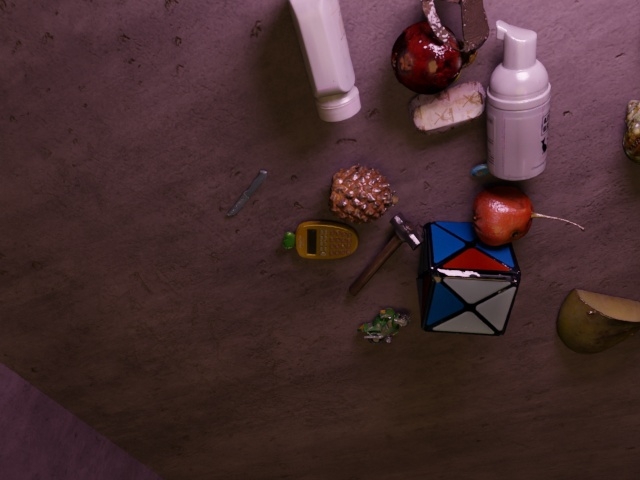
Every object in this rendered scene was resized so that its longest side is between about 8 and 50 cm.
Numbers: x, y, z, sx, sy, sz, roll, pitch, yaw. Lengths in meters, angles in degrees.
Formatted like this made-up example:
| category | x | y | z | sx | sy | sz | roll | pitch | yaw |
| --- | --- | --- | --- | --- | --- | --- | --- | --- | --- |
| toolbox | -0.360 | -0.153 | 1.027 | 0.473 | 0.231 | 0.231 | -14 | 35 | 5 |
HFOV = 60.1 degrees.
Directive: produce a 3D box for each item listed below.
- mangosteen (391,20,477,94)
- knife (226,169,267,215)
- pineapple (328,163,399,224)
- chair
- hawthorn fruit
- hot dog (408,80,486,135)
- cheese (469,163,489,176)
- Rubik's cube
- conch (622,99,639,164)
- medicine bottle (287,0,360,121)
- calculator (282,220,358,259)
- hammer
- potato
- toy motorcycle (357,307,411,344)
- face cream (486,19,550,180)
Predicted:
| category | x | y | z | sx | sy | sz | roll | pitch | yaw |
| --- | --- | --- | --- | --- | --- | --- | --- | --- | --- |
| mangosteen | 0.253 | -0.409 | 1.250 | 0.180 | 0.166 | 0.166 | -5 | 139 | -32 |
| knife | -0.214 | -0.135 | 1.623 | 0.028 | 0.015 | 0.210 | 26 | 130 | -24 |
| pineapple | 0.119 | -0.123 | 1.504 | 0.192 | 0.166 | 0.166 | 8 | 131 | -1 |
| chair | 0.283 | -0.508 | 1.143 | 0.149 | 0.174 | 0.213 | 24 | 148 | 32 |
| hawthorn fruit | 0.554 | -0.069 | 1.491 | 0.285 | 0.165 | 0.165 | -2 | 131 | 18 |
| hot dog | 0.315 | -0.325 | 1.372 | 0.191 | 0.059 | 0.108 | -11 | 115 | 20 |
| cheese | 0.454 | -0.197 | 1.486 | 0.111 | 0.017 | 0.047 | -20 | 145 | 28 |
| Rubik's cube | 0.417 | 0.110 | 1.611 | 0.246 | 0.248 | 0.250 | 4 | 130 | 4 |
| conch | 0.819 | -0.262 | 1.333 | 0.187 | 0.124 | 0.182 | -33 | 114 | 2 |
| medicine bottle | 0.012 | -0.424 | 1.252 | 0.111 | 0.161 | 0.296 | -8 | 131 | 14 |
| calculator | 0.000 | 0.000 | 1.705 | 0.234 | 0.032 | 0.146 | 3 | 131 | 2 |
| hammer | 0.184 | 0.066 | 1.718 | 0.111 | 0.043 | 0.365 | 51 | 136 | 15 |
| potato | 0.904 | 0.300 | 1.816 | 0.269 | 0.112 | 0.255 | 14 | 132 | -3 |
| toy motorcycle | 0.220 | 0.294 | 1.912 | 0.106 | 0.074 | 0.190 | 40 | 125 | -14 |
| face cream | 0.461 | -0.328 | 1.293 | 0.145 | 0.145 | 0.370 | -6 | 131 | 11 |
